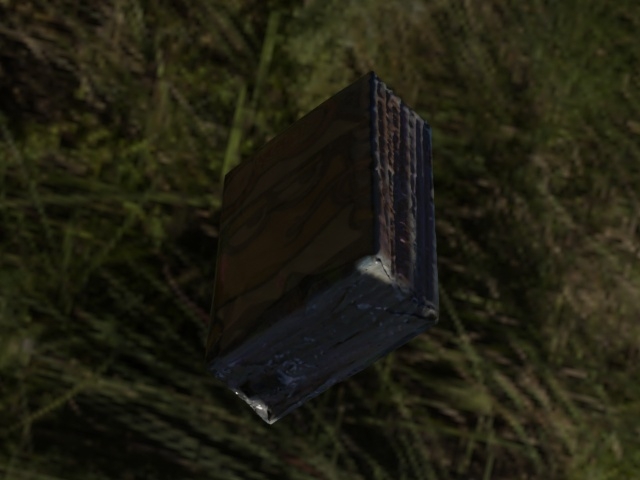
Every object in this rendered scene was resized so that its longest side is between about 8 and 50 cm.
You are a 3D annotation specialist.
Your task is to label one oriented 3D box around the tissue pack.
[{"bbox_3d":[0.000,0.000,0.737,0.115,0.065,0.155,-33,-146,27],"label":"tissue pack"}]
